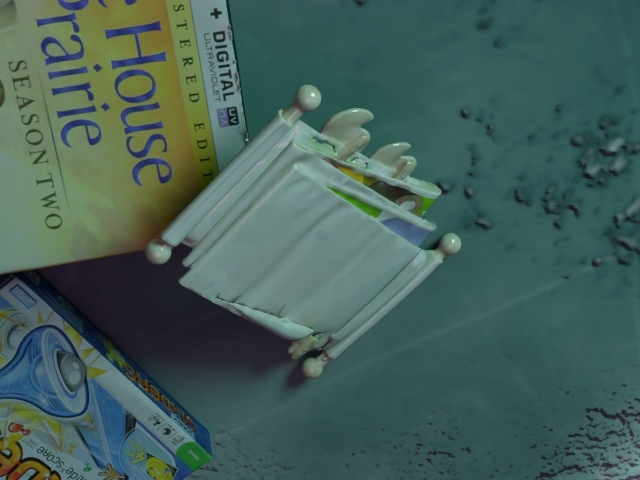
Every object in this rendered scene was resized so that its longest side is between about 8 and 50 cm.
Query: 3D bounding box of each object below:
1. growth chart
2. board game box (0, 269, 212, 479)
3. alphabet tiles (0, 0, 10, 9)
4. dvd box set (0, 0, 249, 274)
[{"bbox_3d":[0.000,0.000,1.046,0.172,0.021,0.237,-39,142,10],"label":"growth chart"},{"bbox_3d":[-0.191,0.120,1.122,0.136,0.035,0.201,-38,117,12],"label":"board game box"},{"bbox_3d":[-0.284,-0.118,0.921,0.237,0.009,0.198,-38,117,14],"label":"alphabet tiles"},{"bbox_3d":[-0.261,-0.111,0.970,0.420,0.062,0.308,-9,120,-4],"label":"dvd box set"}]
